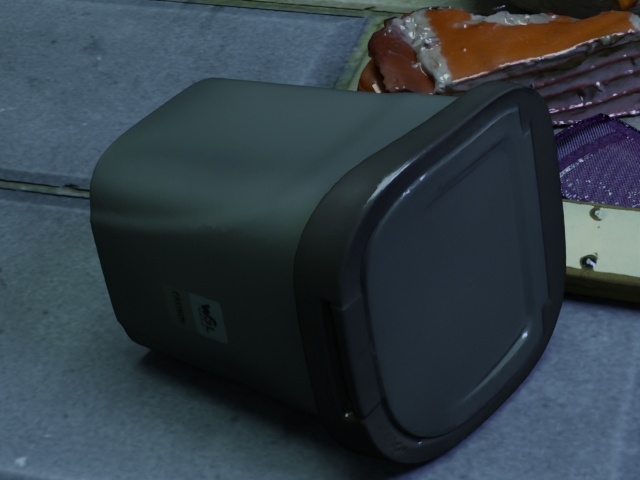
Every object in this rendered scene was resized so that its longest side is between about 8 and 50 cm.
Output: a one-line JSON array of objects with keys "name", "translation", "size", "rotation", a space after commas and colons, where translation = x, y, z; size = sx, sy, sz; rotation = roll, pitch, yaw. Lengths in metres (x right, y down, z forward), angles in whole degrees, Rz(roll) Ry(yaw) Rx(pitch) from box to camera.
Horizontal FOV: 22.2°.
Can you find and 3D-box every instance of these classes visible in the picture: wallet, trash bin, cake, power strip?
[{"name": "wallet", "translation": [0.240, -0.043, 1.260], "size": [0.111, 0.030, 0.166], "rotation": [-26, 42, -29]}, {"name": "trash bin", "translation": [0.000, 0.000, 1.086], "size": [0.250, 0.220, 0.219], "rotation": [14, 37, 34]}, {"name": "cake", "translation": [0.170, -0.148, 1.354], "size": [0.287, 0.098, 0.135], "rotation": [-4, 36, 0]}, {"name": "power strip", "translation": [0.227, 0.012, 1.166], "size": [0.305, 0.044, 0.064], "rotation": [8, 62, 18]}]

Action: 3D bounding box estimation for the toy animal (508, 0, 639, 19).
[{"name": "toy animal", "translation": [0.225, -0.295, 1.472], "size": [0.226, 0.188, 0.358], "rotation": [-3, 31, 1]}]
